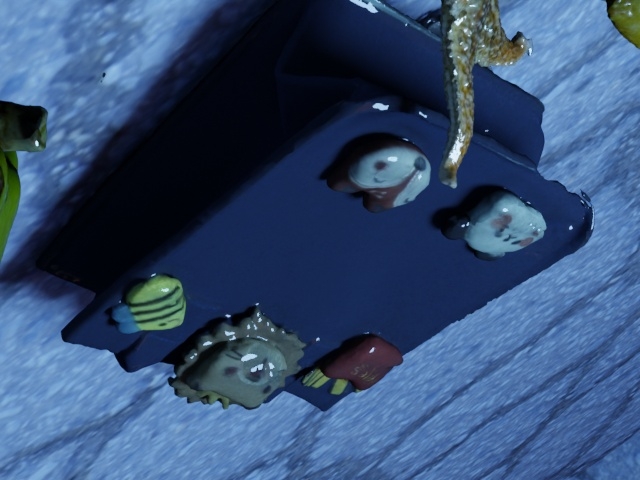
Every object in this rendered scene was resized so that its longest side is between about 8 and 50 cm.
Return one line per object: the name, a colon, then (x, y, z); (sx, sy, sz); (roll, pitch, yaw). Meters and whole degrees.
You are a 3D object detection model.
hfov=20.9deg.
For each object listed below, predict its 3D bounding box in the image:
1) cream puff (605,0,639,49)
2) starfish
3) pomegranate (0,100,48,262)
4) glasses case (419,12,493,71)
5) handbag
cream puff: (0.253, -0.233, 1.157); (0.196, 0.244, 0.244); (11, 127, -45)
starfish: (0.098, -0.192, 1.107); (0.231, 0.048, 0.295); (-41, 130, -70)
pomegranate: (-0.271, -0.033, 0.771); (0.276, 0.222, 0.204); (5, 151, -36)
glasses case: (0.081, -0.055, 1.419); (0.128, 0.083, 0.308); (-35, 157, -12)
handbag: (0.000, 0.000, 1.257); (0.329, 0.122, 0.303); (-41, 142, 22)
